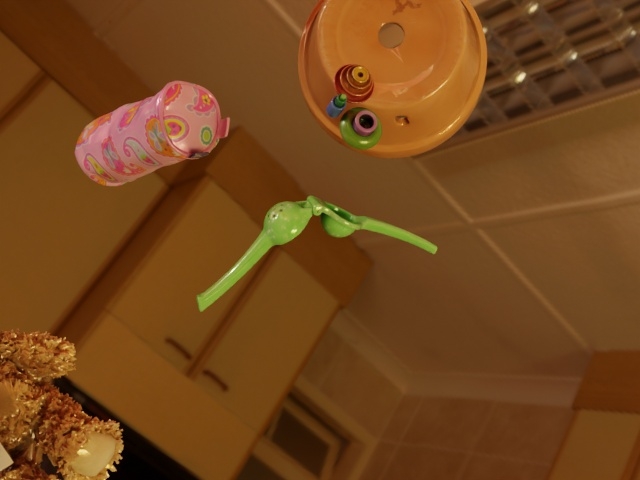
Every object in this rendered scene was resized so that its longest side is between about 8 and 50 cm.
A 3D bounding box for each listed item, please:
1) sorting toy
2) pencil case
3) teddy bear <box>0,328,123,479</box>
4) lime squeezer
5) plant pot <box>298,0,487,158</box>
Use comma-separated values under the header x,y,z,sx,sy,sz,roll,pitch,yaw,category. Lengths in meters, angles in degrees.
x,y,z,sx,sy,sz,roll,pitch,yaw,category
0.041,-0.156,0.923,0.042,0.061,0.102,138,-59,-70,sorting toy
-0.265,-0.158,1.256,0.284,0.124,0.124,-10,-48,47,pencil case
-0.397,0.203,0.974,0.338,0.245,0.113,24,-5,-1,teddy bear
0.000,0.000,0.972,0.059,0.310,0.110,-158,-124,-70,lime squeezer
0.101,-0.271,1.175,0.291,0.291,0.203,31,3,5,plant pot
